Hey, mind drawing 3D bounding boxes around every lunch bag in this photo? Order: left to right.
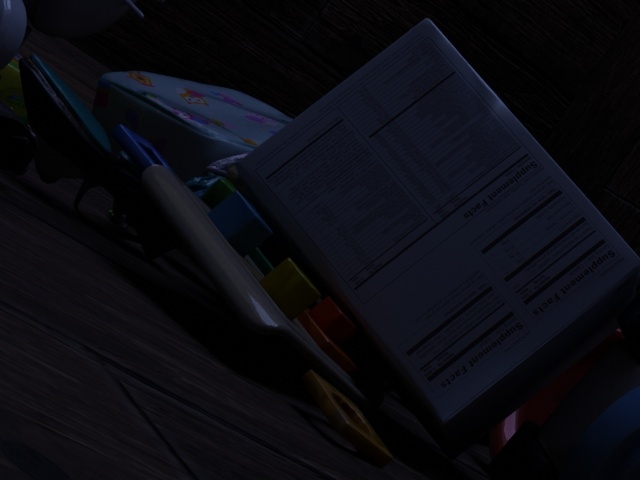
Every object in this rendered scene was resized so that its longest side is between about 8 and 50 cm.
[{"bbox_3d":[-0.099,-0.083,1.763,0.279,0.108,0.224,7,21,-47],"label":"lunch bag"}]

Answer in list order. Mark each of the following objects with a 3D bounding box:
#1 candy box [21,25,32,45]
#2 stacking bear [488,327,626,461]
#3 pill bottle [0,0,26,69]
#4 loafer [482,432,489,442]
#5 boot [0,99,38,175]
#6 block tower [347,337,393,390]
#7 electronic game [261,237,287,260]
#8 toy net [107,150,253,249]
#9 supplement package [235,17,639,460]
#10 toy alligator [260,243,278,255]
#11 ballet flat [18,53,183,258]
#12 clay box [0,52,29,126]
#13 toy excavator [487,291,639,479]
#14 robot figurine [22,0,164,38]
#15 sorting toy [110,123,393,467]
[{"bbox_3d":[-0.451,-0.283,1.948,0.196,0.070,0.165,36,4,13],"label":"candy box"},{"bbox_3d":[0.303,0.222,1.577,0.289,0.175,0.164,45,13,-27],"label":"stacking bear"},{"bbox_3d":[-0.351,-0.213,1.445,0.117,0.118,0.208,37,7,36],"label":"pill bottle"},{"bbox_3d":[0.150,0.144,1.685,0.084,0.096,0.267,30,4,15],"label":"loafer"},{"bbox_3d":[-0.293,-0.124,1.267,0.229,0.091,0.263,42,9,19],"label":"boot"},{"bbox_3d":[0.072,0.088,1.683,0.091,0.097,0.335,36,2,12],"label":"block tower"},{"bbox_3d":[-0.004,0.003,1.612,0.229,0.048,0.229,-2,-5,0],"label":"electronic game"},{"bbox_3d":[-0.099,-0.039,1.541,0.122,0.045,0.232,-5,13,19],"label":"toy net"},{"bbox_3d":[0.096,0.005,1.379,0.263,0.198,0.199,51,-5,16],"label":"supplement package"},{"bbox_3d":[-0.059,0.038,1.489,0.051,0.056,0.190,-8,-6,1],"label":"toy alligator"},{"bbox_3d":[-0.181,-0.057,1.342,0.203,0.074,0.074,45,-2,-27],"label":"ballet flat"},{"bbox_3d":[-0.332,-0.170,1.654,0.127,0.053,0.222,32,3,-29],"label":"clay box"},{"bbox_3d":[0.389,0.290,1.288,0.433,0.222,0.445,31,18,-30],"label":"toy excavator"},{"bbox_3d":[-0.339,-0.372,1.978,0.353,0.200,0.300,35,30,-5],"label":"robot figurine"},{"bbox_3d":[-0.031,0.029,1.260,0.348,0.047,0.196,51,7,34],"label":"sorting toy"}]
